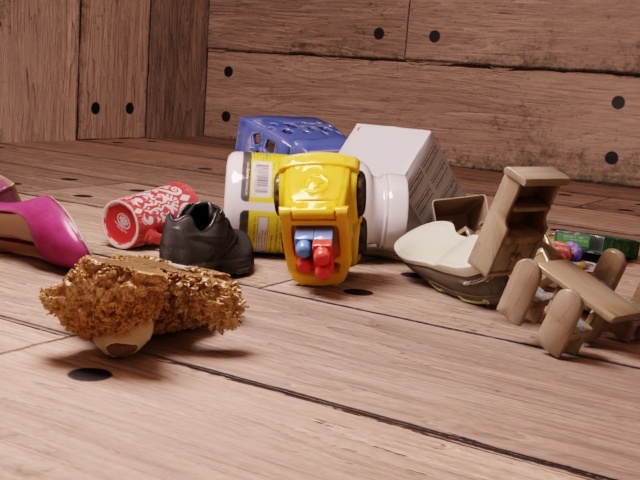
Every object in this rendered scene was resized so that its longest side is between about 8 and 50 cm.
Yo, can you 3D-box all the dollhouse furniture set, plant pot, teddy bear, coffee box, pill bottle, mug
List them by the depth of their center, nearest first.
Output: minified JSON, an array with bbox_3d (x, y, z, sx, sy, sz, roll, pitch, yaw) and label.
[{"bbox_3d":[-0.216,0.080,1.271,0.245,0.113,0.338,10,1,-6],"label":"teddy bear"},{"bbox_3d":[0.345,0.023,1.409,0.212,0.161,0.242,-4,33,-41],"label":"dollhouse furniture set"},{"bbox_3d":[0.342,0.042,1.817,0.161,0.182,0.101,-36,-39,24],"label":"dollhouse furniture set"},{"bbox_3d":[-0.302,-0.042,1.873,0.150,0.113,0.169,8,14,31],"label":"mug"},{"bbox_3d":[-0.011,-0.063,1.878,0.333,0.188,0.188,4,10,-4],"label":"pill bottle"},{"bbox_3d":[0.271,-0.024,1.994,0.109,0.109,0.096,-7,-9,-6],"label":"plant pot"},{"bbox_3d":[0.571,0.007,2.083,0.113,0.041,0.184,11,4,41],"label":"coffee box"},{"bbox_3d":[-0.039,-0.137,2.197,0.236,0.236,0.212,-7,21,-41],"label":"plant pot"}]

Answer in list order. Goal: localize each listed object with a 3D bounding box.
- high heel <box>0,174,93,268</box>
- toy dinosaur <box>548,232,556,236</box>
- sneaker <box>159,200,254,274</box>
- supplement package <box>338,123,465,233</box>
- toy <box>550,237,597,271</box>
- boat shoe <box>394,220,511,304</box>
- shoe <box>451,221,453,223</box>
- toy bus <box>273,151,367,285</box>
[{"bbox_3d":[-0.522,0.002,1.658,0.181,0.127,0.377,-35,35,-28],"label":"high heel"},{"bbox_3d":[0.432,-0.003,2.137,0.211,0.064,0.112,16,-1,7],"label":"toy dinosaur"},{"bbox_3d":[-0.177,-0.003,1.637,0.109,0.130,0.286,4,8,13],"label":"sneaker"},{"bbox_3d":[0.156,-0.114,2.092,0.194,0.149,0.203,11,-31,39],"label":"supplement package"},{"bbox_3d":[0.443,0.025,1.946,0.237,0.056,0.137,-1,12,-28],"label":"toy"},{"bbox_3d":[0.216,0.038,1.677,0.109,0.091,0.305,-36,18,-11],"label":"boat shoe"},{"bbox_3d":[0.320,-0.035,2.231,0.076,0.058,0.219,2,10,-11],"label":"shoe"},{"bbox_3d":[0.000,0.000,1.632,0.149,0.220,0.211,-1,42,5],"label":"toy bus"}]
